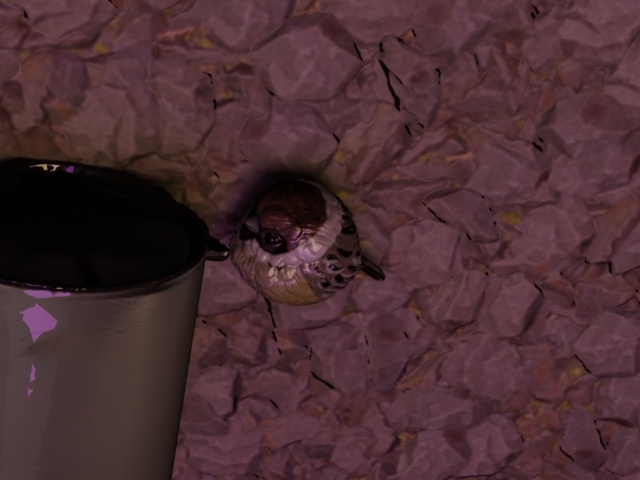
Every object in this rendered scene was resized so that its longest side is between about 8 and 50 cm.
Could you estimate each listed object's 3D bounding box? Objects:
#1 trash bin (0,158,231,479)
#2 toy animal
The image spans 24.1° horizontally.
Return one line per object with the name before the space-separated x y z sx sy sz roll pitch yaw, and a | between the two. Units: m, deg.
trash bin | -0.205 0.102 1.098 0.277 0.217 0.262 -10 120 -38
toy animal | 0.000 0.000 1.152 0.137 0.098 0.098 3 123 -24
